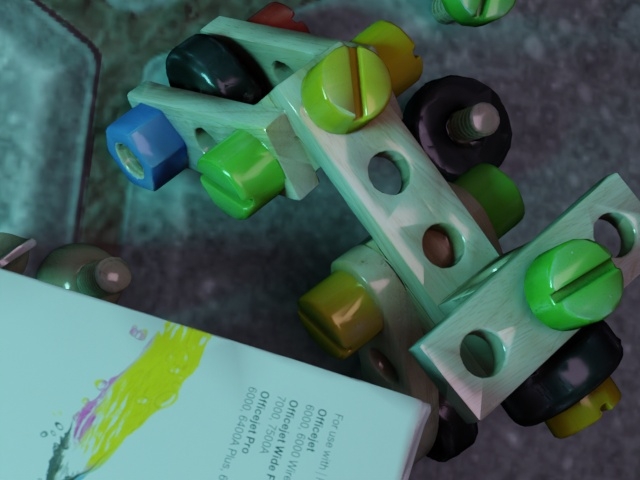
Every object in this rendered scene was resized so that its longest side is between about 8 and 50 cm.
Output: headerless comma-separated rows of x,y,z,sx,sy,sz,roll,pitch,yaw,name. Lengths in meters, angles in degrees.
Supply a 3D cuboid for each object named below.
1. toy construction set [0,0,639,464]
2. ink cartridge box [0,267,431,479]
0.000,0.000,0.773,0.309,0.237,0.257,-11,90,-20,toy construction set
-0.097,0.135,0.684,0.233,0.171,0.168,17,56,2,ink cartridge box
